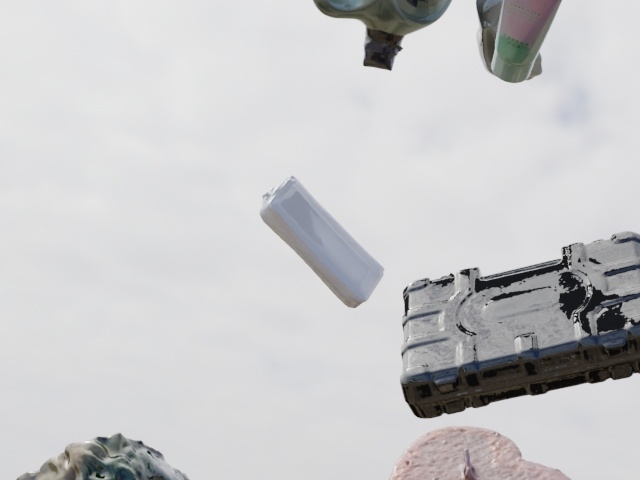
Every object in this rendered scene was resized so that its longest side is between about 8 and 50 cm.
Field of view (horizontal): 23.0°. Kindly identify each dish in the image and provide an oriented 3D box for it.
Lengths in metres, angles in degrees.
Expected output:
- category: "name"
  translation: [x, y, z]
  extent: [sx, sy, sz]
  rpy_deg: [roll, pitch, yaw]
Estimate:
- category: "dish"
  translation: [0.232, -0.257, 2.041]
  extent: [0.091, 0.039, 0.137]
  rpy_deg: [5, -50, 36]

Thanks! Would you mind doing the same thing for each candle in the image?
- category: "candle"
  translation: [0.205, 0.376, 2.273]
  extent: [0.287, 0.131, 0.317]
  rpy_deg: [-15, 24, -24]

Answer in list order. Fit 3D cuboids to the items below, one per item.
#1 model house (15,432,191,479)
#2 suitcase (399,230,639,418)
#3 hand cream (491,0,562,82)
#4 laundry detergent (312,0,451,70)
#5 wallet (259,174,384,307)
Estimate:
- category: "model house"
  translation: [-0.232, 0.542, 1.959]
  extent: [0.395, 0.400, 0.445]
  rpy_deg: [-31, -48, 3]
- category: "suitcase"
  translation: [0.229, 0.092, 1.733]
  extent: [0.285, 0.206, 0.066]
  rpy_deg: [-14, -58, 13]
- category: "hand cream"
  translation: [0.228, -0.251, 1.750]
  extent: [0.076, 0.047, 0.174]
  rpy_deg: [24, -38, 10]
- category: "laundry detergent"
  translation: [0.086, -0.366, 2.077]
  extent: [0.215, 0.280, 0.105]
  rpy_deg: [6, 15, -32]
- category: "wallet"
  translation: [0.000, 0.000, 2.005]
  extent: [0.190, 0.095, 0.033]
  rpy_deg: [45, -54, -9]
